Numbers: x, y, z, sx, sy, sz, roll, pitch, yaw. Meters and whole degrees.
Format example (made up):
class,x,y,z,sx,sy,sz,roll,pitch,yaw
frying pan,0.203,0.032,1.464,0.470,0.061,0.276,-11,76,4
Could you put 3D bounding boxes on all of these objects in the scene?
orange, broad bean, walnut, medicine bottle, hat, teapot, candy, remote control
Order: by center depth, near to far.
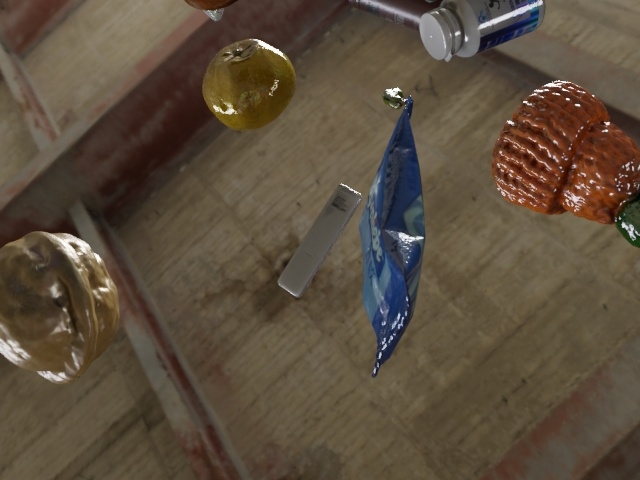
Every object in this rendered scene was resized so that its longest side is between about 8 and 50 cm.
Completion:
class,x,y,z,sx,sy,sz,roll,pitch,yaw
candy,0.092,-0.010,1.005,0.077,0.187,0.331,6,-130,-4
medicine bottle,0.266,-0.369,1.316,0.192,0.107,0.107,-24,-141,-15
hat,0.560,-0.136,1.645,0.285,0.285,0.400,-46,-128,-5
remote control,0.000,0.000,1.710,0.067,0.029,0.261,32,-89,25
broad bean,0.189,-0.358,2.003,0.069,0.039,0.227,4,-162,-1
walnut,-0.700,0.162,2.068,0.384,0.383,0.383,-20,-134,23
teapot,-0.291,-0.648,2.190,0.064,0.064,0.083,-50,-142,-4
orange,-0.207,-0.454,2.302,0.279,0.235,0.279,-21,-141,18

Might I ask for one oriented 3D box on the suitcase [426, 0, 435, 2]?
class,x,y,z,sx,sy,sz,roll,pitch,yaw
suitcase,0.182,-0.624,1.514,0.128,0.202,0.312,-23,-112,34

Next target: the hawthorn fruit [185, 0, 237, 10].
class,x,y,z,sx,sy,sz,roll,pitch,yaw
hawthorn fruit,-0.237,-0.608,1.648,0.301,0.267,0.268,-45,-138,-4

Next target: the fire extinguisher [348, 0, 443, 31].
class,x,y,z,sx,sy,sz,roll,pitch,yaw
fire extinguisher,0.166,-0.535,1.734,0.337,0.135,0.114,24,-76,12
